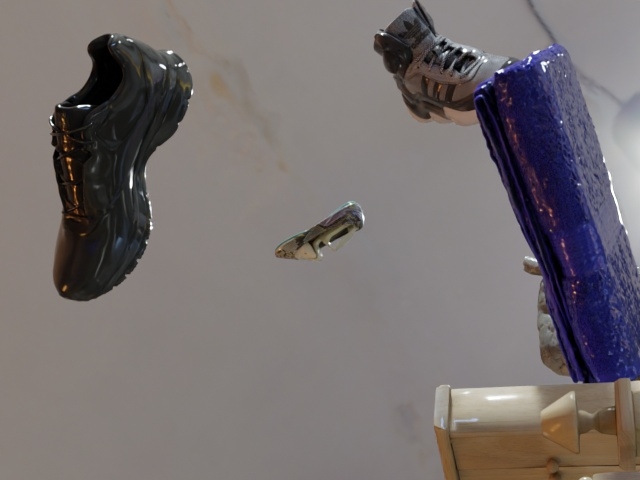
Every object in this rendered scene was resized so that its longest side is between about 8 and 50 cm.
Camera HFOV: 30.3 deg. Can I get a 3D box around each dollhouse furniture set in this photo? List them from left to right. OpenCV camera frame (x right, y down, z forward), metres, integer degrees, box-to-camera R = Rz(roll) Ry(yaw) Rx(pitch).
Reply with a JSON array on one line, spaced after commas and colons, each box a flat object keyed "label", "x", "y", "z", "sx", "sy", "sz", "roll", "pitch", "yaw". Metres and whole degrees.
[{"label": "dollhouse furniture set", "x": 0.168, "y": 0.283, "z": 0.841, "sx": 0.173, "sy": 0.355, "sz": 0.303, "roll": -4, "pitch": -47, "yaw": 14}]

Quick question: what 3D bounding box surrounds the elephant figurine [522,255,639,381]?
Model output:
[{"label": "elephant figurine", "x": 0.378, "y": 0.132, "z": 1.459, "sx": 0.169, "sy": 0.186, "sz": 0.239, "roll": -17, "pitch": -38, "yaw": 41}]

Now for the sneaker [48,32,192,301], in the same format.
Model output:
[{"label": "sneaker", "x": -0.234, "y": -0.080, "z": 1.222, "sx": 0.130, "sy": 0.109, "sz": 0.286, "roll": 26, "pitch": -105, "yaw": -55}]

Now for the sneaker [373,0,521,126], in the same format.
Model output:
[{"label": "sneaker", "x": 0.157, "y": -0.233, "z": 1.526, "sx": 0.101, "sy": 0.268, "sz": 0.153, "roll": -46, "pitch": -70, "yaw": -16}]

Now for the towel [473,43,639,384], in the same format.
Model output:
[{"label": "towel", "x": 0.234, "y": -0.028, "z": 1.126, "sx": 0.076, "sy": 0.227, "sz": 0.308, "roll": -16, "pitch": -84, "yaw": 21}]

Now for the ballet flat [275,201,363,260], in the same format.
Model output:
[{"label": "ballet flat", "x": 0.000, "y": 0.000, "z": 1.304, "sx": 0.114, "sy": 0.041, "sz": 0.041, "roll": -31, "pitch": -45, "yaw": 18}]
